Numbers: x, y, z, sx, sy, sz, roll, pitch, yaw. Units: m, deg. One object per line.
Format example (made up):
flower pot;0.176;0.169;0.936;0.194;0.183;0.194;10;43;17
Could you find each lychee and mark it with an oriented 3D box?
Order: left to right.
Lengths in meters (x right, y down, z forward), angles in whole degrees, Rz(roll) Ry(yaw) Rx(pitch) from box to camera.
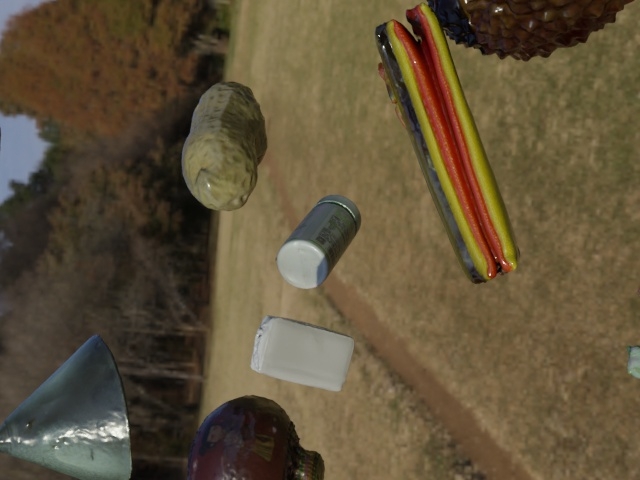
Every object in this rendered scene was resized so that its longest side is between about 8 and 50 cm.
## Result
lychee;0.223;-0.320;0.962;0.267;0.268;0.267;-175;90;-84

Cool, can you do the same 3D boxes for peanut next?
peanut;-0.112;-0.109;1.130;0.214;0.090;0.098;-83;-23;-53

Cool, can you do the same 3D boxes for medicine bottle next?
medicine bottle;0.000;0.000;1.528;0.183;0.086;0.086;-52;-26;-58

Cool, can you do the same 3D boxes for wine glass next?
wine glass;-0.519;0.317;1.498;0.267;0.406;0.267;29;124;55

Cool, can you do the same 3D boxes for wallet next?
wallet;-0.026;0.171;1.464;0.033;0.190;0.095;5;76;50
wallet;0.115;-0.079;0.868;0.141;0.067;0.241;2;-112;-77

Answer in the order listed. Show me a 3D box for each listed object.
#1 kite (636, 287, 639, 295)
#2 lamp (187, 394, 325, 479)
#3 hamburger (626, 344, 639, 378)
kite;0.702;0.022;1.821;0.245;0.141;0.015;-57;-1;11
lamp;-0.065;0.241;1.003;0.156;0.135;0.157;-71;-21;-65
hamburger;0.451;0.097;0.968;0.167;0.288;0.192;-97;2;-46
